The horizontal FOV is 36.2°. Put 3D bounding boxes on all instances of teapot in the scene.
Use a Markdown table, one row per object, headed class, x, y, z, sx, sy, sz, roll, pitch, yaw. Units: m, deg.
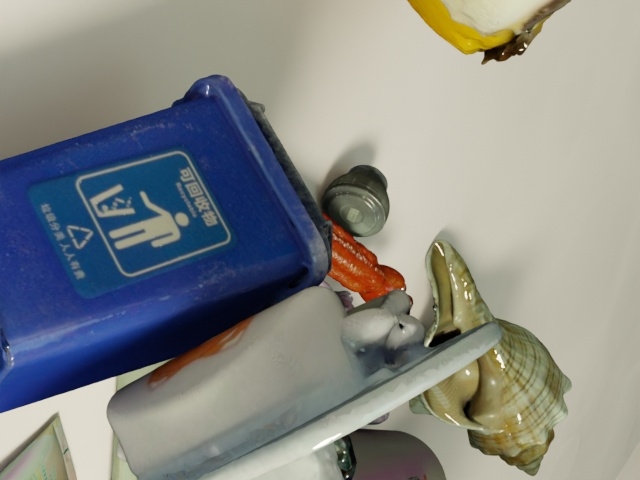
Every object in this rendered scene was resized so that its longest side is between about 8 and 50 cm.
| class | x | y | z | sx | sy | sz | roll | pitch | yaw |
| --- | --- | --- | --- | --- | --- | --- | --- | --- | --- |
| teapot | 0.036 | -0.036 | 0.968 | 0.057 | 0.066 | 0.088 | -63 | 178 | -42 |

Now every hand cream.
| class | x | y | z | sx | sy | sz | roll | pitch | yaw |
| --- | --- | --- | --- | --- | --- | --- | --- | --- | --- |
| hand cream | -0.240 | 0.211 | 0.713 | 0.174 | 0.047 | 0.076 | -49 | 147 | -44 |

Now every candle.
| class | x | y | z | sx | sy | sz | roll | pitch | yaw |
| --- | --- | --- | --- | --- | --- | --- | --- | --- | --- |
| candle | 0.000 | 0.000 | 0.912 | 0.329 | 0.051 | 0.048 | 38 | 59 | -52 |

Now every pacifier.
| class | x | y | z | sx | sy | sz | roll | pitch | yaw |
| --- | --- | --- | --- | --- | --- | --- | --- | --- | --- |
| pacifier | -0.005 | 0.159 | 0.572 | 0.300 | 0.233 | 0.244 | -28 | 169 | 18 |

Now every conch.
| class | x | y | z | sx | sy | sz | roll | pitch | yaw |
| --- | --- | --- | --- | --- | --- | --- | --- | --- | --- |
| conch | 0.207 | 0.170 | 1.307 | 0.203 | 0.169 | 0.386 | -34 | 101 | -8 |

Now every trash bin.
| class | x | y | z | sx | sy | sz | roll | pitch | yaw |
| --- | --- | --- | --- | --- | --- | --- | --- | --- | --- |
| trash bin | -0.133 | 0.014 | 0.609 | 0.235 | 0.162 | 0.184 | -21 | 165 | -42 |

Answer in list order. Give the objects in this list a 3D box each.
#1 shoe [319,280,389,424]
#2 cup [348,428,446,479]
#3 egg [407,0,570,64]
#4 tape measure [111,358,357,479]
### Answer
| class | x | y | z | sx | sy | sz | roll | pitch | yaw |
| --- | --- | --- | --- | --- | --- | --- | --- | --- | --- |
| shoe | 0.012 | 0.118 | 1.006 | 0.245 | 0.095 | 0.137 | 29 | 69 | -65 |
| cup | 0.010 | 0.270 | 0.992 | 0.288 | 0.203 | 0.203 | 9 | 102 | -58 |
| egg | 0.152 | -0.316 | 0.785 | 0.337 | 0.201 | 0.337 | -53 | -167 | 18 |
| tape measure | -0.071 | 0.193 | 0.809 | 0.115 | 0.207 | 0.235 | -25 | 129 | -53 |
